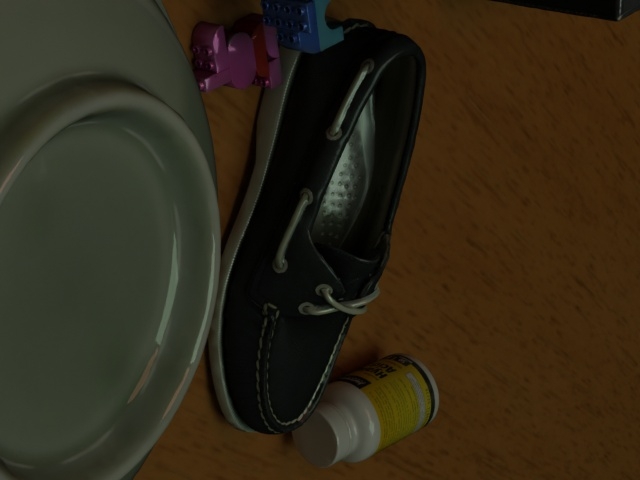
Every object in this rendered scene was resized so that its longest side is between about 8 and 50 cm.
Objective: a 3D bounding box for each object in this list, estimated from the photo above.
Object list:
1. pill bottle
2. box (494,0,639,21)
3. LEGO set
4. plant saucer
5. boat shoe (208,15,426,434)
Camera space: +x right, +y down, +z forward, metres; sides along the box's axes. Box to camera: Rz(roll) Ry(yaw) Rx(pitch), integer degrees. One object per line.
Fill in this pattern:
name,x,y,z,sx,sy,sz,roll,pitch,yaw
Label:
pill bottle,0.034,0.134,1.033,0.116,0.065,0.065,-20,120,-46
box,0.096,-0.243,0.784,0.143,0.270,0.165,-29,127,-40
LEGO set,-0.049,-0.178,0.785,0.093,0.087,0.227,-33,127,-39
plant saucer,-0.148,0.022,0.676,0.400,0.101,0.400,-34,130,-53
boat shoe,0.000,0.000,0.914,0.114,0.091,0.302,-8,111,-49
